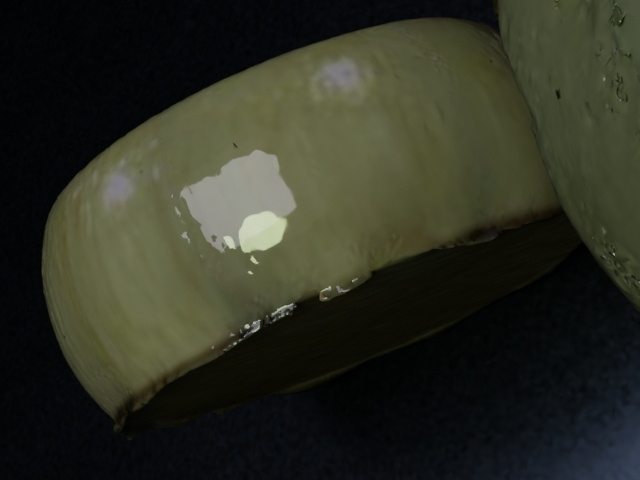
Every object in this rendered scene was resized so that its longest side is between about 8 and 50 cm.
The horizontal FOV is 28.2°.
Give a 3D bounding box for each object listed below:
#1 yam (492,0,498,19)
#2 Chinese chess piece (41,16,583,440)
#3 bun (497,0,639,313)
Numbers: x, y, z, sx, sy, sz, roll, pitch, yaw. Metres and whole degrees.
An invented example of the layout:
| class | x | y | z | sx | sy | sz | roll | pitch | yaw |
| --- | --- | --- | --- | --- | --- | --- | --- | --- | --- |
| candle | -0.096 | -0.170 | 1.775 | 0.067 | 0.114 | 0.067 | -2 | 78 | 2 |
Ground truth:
| class | x | y | z | sx | sy | sz | roll | pitch | yaw |
| --- | --- | --- | --- | --- | --- | --- | --- | --- | --- |
| yam | 0.169 | -0.284 | 0.661 | 0.083 | 0.083 | 0.371 | 18 | 87 | 35 |
| Chinese chess piece | 0.000 | 0.000 | 0.592 | 0.257 | 0.257 | 0.104 | -30 | 77 | 24 |
| bun | 0.231 | -0.064 | 0.457 | 0.362 | 0.234 | 0.326 | 31 | 65 | 6 |
